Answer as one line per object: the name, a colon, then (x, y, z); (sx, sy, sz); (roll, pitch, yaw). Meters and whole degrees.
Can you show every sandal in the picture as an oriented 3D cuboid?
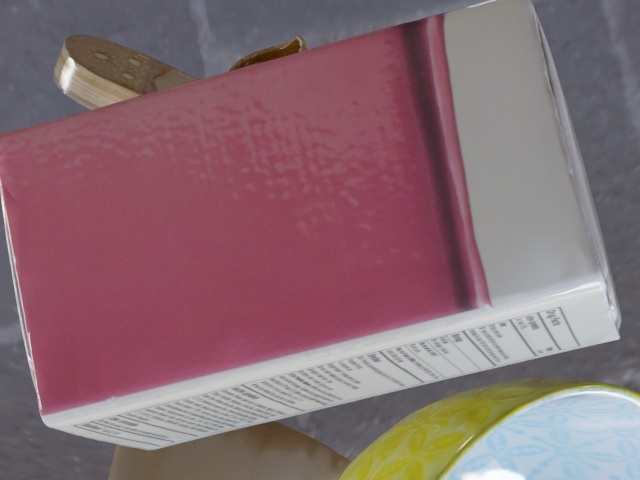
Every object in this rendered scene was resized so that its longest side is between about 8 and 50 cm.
sandal: (-0.037, -0.091, 1.076); (0.240, 0.088, 0.079); (19, 117, -13)

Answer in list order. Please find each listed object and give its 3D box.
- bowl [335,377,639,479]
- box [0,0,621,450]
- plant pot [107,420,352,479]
bowl: (0.071, 0.203, 0.975); (0.289, 0.156, 0.289); (-10, 106, -38)
box: (0.000, 0.000, 0.757); (0.232, 0.148, 0.127); (-15, 76, 9)
plant pot: (-0.104, 0.320, 1.582); (0.256, 0.256, 0.274); (19, 64, 2)
